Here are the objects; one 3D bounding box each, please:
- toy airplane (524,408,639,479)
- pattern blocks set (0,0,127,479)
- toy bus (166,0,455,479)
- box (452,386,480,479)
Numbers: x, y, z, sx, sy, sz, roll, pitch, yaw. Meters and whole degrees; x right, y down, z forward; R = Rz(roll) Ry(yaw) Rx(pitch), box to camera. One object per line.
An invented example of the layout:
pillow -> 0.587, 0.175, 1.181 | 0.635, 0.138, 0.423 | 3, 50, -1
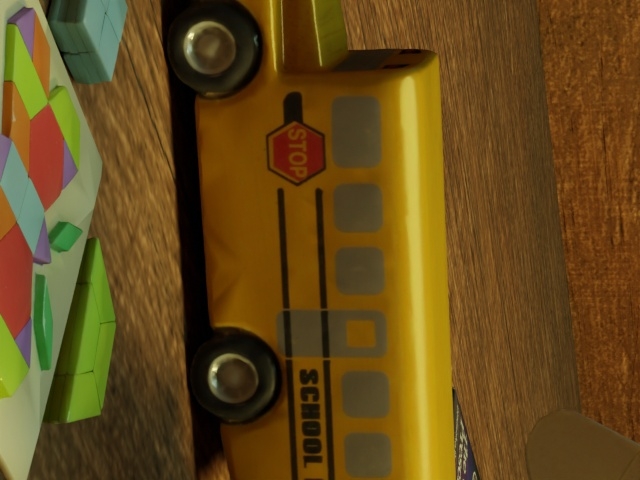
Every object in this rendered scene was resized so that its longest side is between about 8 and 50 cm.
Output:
toy airplane -> 0.095, 0.272, 0.892 | 0.386, 0.384, 0.272 | -83, 153, -50
pattern blocks set -> -0.124, -0.013, 0.754 | 0.285, 0.026, 0.325 | 63, 28, -64
toy bus -> 0.000, 0.000, 1.080 | 0.108, 0.130, 0.332 | -46, 134, -73
box -> 0.051, 0.257, 1.387 | 0.184, 0.103, 0.261 | 75, 19, -58
